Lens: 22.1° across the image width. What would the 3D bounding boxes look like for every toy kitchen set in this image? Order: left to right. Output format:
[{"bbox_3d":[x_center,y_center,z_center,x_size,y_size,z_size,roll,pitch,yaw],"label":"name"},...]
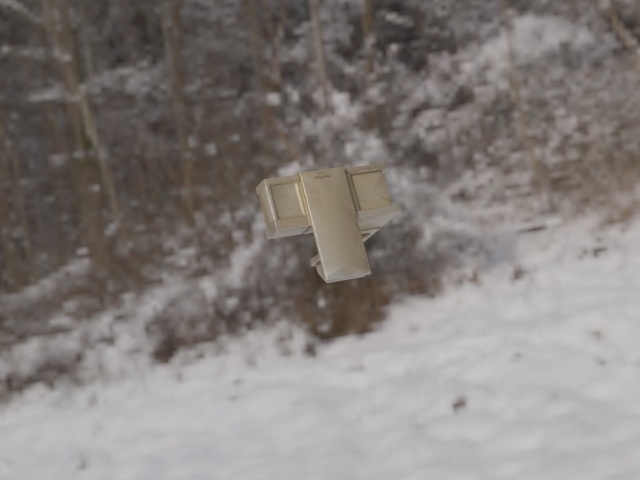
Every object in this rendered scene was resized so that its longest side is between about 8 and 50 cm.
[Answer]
[{"bbox_3d":[0.000,0.000,1.006,0.083,0.068,0.075,-9,-15,-24],"label":"toy kitchen set"}]
